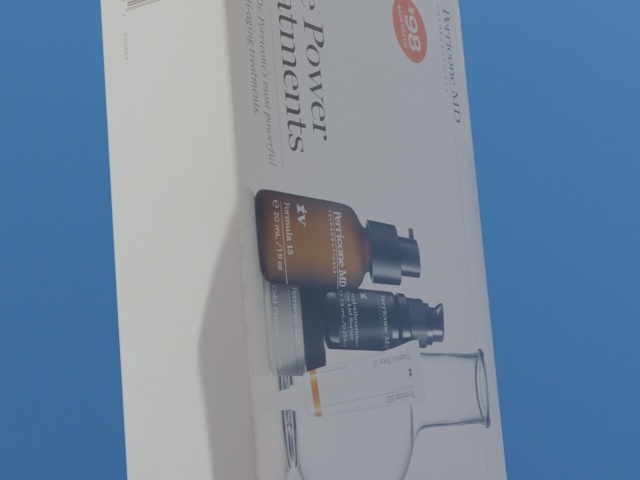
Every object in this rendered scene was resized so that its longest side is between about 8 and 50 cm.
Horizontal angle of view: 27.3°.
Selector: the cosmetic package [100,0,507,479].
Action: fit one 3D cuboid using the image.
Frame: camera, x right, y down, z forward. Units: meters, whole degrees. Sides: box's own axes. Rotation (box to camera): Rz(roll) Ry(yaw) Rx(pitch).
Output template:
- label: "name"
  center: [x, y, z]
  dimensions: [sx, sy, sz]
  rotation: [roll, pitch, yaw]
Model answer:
- label: "cosmetic package"
  center: [0.000, 0.000, 0.814]
  dimensions: [0.097, 0.284, 0.377]
  rotation: [-10, -100, 31]
